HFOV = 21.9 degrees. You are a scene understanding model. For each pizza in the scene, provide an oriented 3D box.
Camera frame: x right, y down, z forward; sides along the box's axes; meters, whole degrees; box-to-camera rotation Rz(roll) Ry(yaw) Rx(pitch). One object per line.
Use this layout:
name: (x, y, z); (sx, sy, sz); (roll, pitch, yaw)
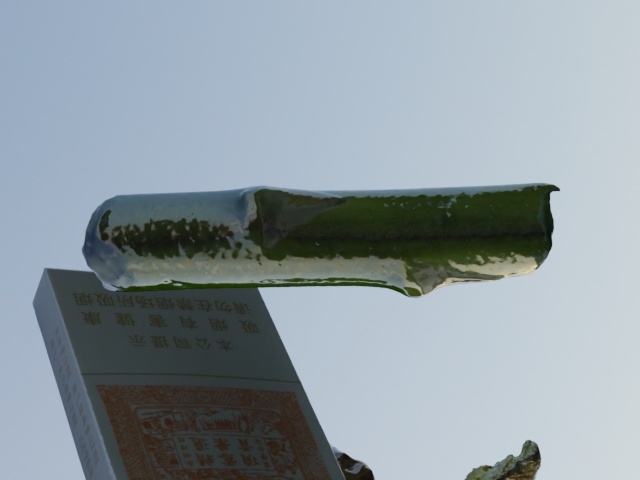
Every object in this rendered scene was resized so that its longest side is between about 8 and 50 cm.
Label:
pizza: (0.149, 0.246, 1.511); (0.099, 0.036, 0.160); (-7, -50, -32)

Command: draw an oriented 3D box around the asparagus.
asparagus: (0.000, -0.001, 0.963); (0.060, 0.277, 0.067); (-61, -30, -69)

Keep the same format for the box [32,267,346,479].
box: (-0.094, 0.161, 1.319); (0.051, 0.204, 0.365); (-64, 35, 32)

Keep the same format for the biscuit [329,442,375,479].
biscuit: (-0.134, 0.419, 1.944); (0.166, 0.395, 0.343); (-138, 46, -55)
